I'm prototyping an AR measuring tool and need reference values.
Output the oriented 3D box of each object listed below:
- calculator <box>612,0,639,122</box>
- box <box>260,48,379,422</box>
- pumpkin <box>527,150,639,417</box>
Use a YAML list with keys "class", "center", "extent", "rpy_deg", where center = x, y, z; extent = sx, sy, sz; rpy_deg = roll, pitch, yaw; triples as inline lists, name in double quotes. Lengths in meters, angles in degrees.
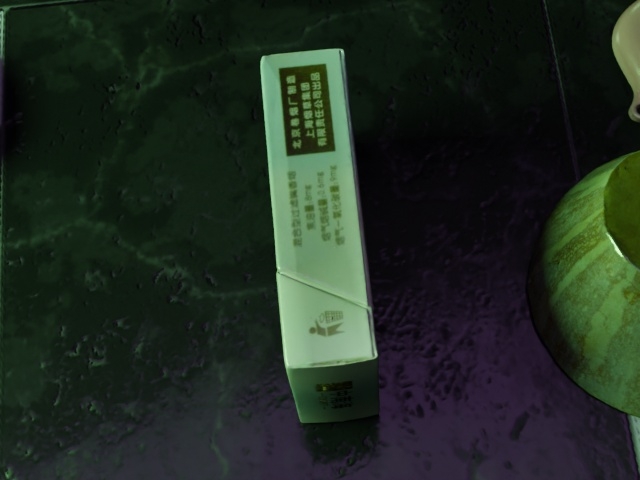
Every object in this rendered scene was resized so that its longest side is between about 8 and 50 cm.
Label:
- class: "calculator"
  center: [0.409, -0.171, 0.968]
  extent: [0.330, 0.048, 0.220]
  rpy_deg: [-25, 70, -4]
- class: "box"
  center: [0.000, 0.000, 0.860]
  extent: [0.067, 0.155, 0.242]
  rpy_deg: [-6, 66, 2]
- class: "pumpkin"
  center: [0.268, 0.019, 0.860]
  extent: [0.218, 0.110, 0.217]
  rpy_deg: [-2, 67, 6]
